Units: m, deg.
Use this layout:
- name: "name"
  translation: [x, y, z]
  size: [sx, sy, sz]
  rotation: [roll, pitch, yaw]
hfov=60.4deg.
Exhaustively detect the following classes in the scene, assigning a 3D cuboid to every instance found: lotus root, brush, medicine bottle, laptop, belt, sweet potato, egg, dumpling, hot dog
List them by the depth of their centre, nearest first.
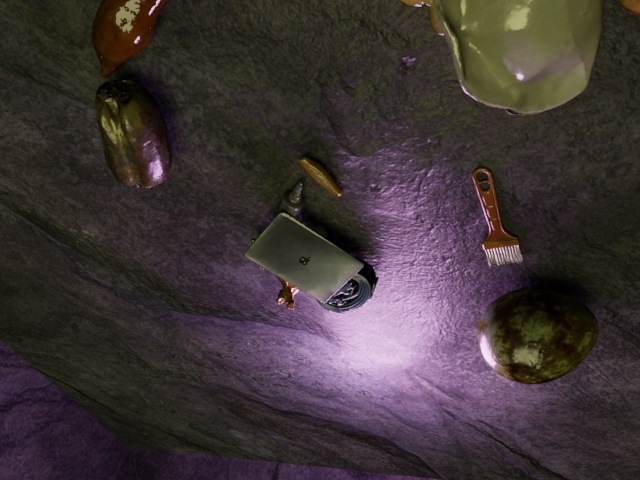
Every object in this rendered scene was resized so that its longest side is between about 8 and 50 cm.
- name: "dumpling"
  translation: [0.299, -0.346, 0.839]
  size: [0.260, 0.181, 0.341]
  rotation: [-27, 146, -6]
- name: "sweet potato"
  translation: [-0.380, -0.433, 1.083]
  size: [0.112, 0.112, 0.359]
  rotation: [36, 139, -19]
- name: "lotus root"
  translation: [-0.427, -0.238, 1.275]
  size: [0.151, 0.160, 0.275]
  rotation: [-5, 141, -10]
- name: "brush"
  translation: [0.407, -0.050, 1.291]
  size: [0.090, 0.017, 0.314]
  rotation: [-9, 132, 24]
- name: "hot dog"
  translation: [0.005, -0.154, 1.308]
  size: [0.137, 0.028, 0.044]
  rotation: [42, 159, -22]
- name: "egg"
  translation: [0.546, 0.240, 1.389]
  size: [0.289, 0.238, 0.238]
  rotation: [-9, 133, 17]
- name: "medicine bottle"
  translation: [-0.077, -0.081, 1.395]
  size: [0.057, 0.058, 0.199]
  rotation: [23, 138, -5]
- name: "laptop"
  translation: [-0.043, 0.049, 1.447]
  size: [0.269, 0.015, 0.187]
  rotation: [33, 125, -17]
- name: "belt"
  translation: [0.074, 0.125, 1.544]
  size: [0.190, 0.082, 0.141]
  rotation: [-32, 109, 36]

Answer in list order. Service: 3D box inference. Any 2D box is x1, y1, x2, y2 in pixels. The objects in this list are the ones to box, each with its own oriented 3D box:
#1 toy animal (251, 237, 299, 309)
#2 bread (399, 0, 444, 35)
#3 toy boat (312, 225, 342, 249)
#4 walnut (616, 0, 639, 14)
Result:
- name: "toy animal"
  translation: [-0.118, 0.076, 1.569]
  size: [0.116, 0.114, 0.255]
  rotation: [28, 152, 58]
- name: "bread"
  translation: [0.189, -0.436, 0.918]
  size: [0.149, 0.065, 0.188]
  rotation: [1, 140, 35]
- name: "toy boat"
  translation: [0.000, 0.000, 1.461]
  size: [0.140, 0.059, 0.066]
  rotation: [26, 109, -11]
- name: "walnut"
  translation: [0.498, -0.406, 0.779]
  size: [0.144, 0.144, 0.180]
  rotation: [28, 134, -11]
